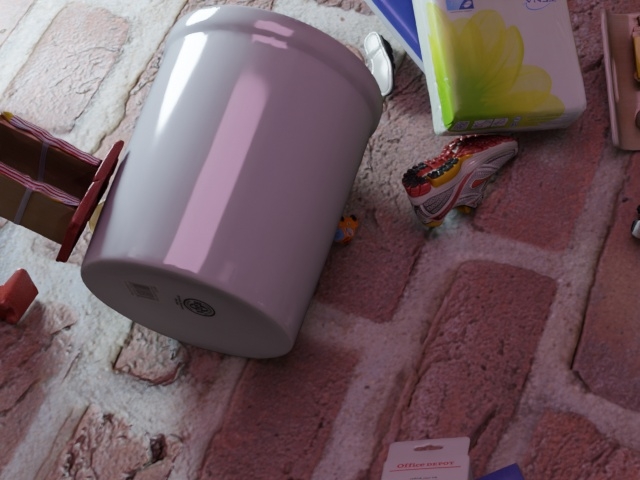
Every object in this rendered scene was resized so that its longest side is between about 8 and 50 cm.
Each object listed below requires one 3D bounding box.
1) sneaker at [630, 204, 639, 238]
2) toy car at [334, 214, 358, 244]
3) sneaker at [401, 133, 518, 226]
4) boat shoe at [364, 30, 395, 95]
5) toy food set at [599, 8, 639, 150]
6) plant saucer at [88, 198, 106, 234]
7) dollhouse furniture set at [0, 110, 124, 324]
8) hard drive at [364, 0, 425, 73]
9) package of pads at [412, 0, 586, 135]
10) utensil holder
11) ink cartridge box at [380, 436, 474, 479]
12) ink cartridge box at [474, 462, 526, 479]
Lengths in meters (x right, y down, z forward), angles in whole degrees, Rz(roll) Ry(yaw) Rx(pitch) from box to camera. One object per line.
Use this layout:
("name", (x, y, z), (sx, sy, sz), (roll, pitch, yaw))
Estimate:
("sneaker", (0.560, -0.116, 1.782), (0.118, 0.110, 0.292), (28, 102, 10))
("toy car", (0.000, 0.000, 1.852), (0.122, 0.060, 0.040), (-24, 76, 17))
("sneaker", (0.213, -0.095, 1.866), (0.225, 0.092, 0.088), (-31, 27, -30))
("boat shoe", (0.103, -0.283, 2.014), (0.046, 0.038, 0.125), (-39, 50, 31))
("toy food set", (0.583, -0.262, 1.870), (0.306, 0.092, 0.219), (-5, 82, 7))
("plant saucer", (-0.313, -0.029, 1.898), (0.083, 0.015, 0.083), (-2, 57, 2))
("dollhouse furniture set", (-0.434, -0.028, 1.734), (0.201, 0.374, 0.152), (27, 52, -8))
("hard drive", (0.221, -0.354, 1.969), (0.210, 0.040, 0.318), (-39, 88, -19))
("package of pads", (0.271, -0.309, 1.895), (0.229, 0.101, 0.296), (-5, 78, -13))
("utensil holder", (-0.118, -0.071, 1.713), (0.328, 0.327, 0.385), (13, 67, 12))
("ink cartridge box", (0.133, 0.335, 1.560), (0.115, 0.067, 0.198), (-6, 30, 16))
("ink cartridge box", (0.178, 0.449, 1.523), (0.304, 0.072, 0.307), (-21, 60, -9))
